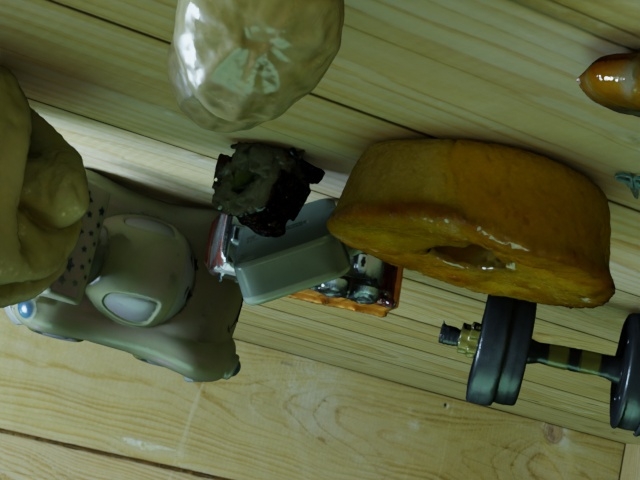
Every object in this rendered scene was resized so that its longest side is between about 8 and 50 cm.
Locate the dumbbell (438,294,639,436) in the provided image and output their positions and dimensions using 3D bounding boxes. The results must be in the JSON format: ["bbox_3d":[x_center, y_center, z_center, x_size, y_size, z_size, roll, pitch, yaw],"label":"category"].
[{"bbox_3d":[0.363,0.171,1.967,0.388,0.185,0.185,12,169,6],"label":"dumbbell"}]

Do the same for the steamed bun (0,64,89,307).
[{"bbox_3d":[-0.396,-0.077,1.419,0.325,0.230,0.372,48,165,-16],"label":"steamed bun"}]

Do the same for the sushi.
[{"bbox_3d":[-0.062,-0.058,1.513,0.098,0.094,0.084,12,168,29],"label":"sushi"}]

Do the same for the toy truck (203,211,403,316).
[{"bbox_3d":[-0.015,0.024,1.843,0.271,0.114,0.135,13,165,-17],"label":"toy truck"}]

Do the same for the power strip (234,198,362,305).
[{"bbox_3d":[0.000,0.001,1.589,0.194,0.059,0.265,-19,-170,3],"label":"power strip"}]

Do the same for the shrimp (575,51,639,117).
[{"bbox_3d":[0.310,-0.091,1.003,0.249,0.068,0.150,16,-178,8],"label":"shrimp"}]

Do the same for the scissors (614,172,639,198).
[{"bbox_3d":[0.308,-0.052,1.343,0.036,0.006,0.083,11,170,17],"label":"scissors"}]

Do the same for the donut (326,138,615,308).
[{"bbox_3d":[0.161,-0.023,1.398,0.303,0.110,0.303,14,169,3],"label":"donut"}]

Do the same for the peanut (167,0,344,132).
[{"bbox_3d":[-0.057,-0.138,1.003,0.124,0.123,0.257,15,167,-11],"label":"peanut"}]

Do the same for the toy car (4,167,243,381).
[{"bbox_3d":[-0.237,0.044,1.867,0.336,0.242,0.226,19,165,-22],"label":"toy car"}]
